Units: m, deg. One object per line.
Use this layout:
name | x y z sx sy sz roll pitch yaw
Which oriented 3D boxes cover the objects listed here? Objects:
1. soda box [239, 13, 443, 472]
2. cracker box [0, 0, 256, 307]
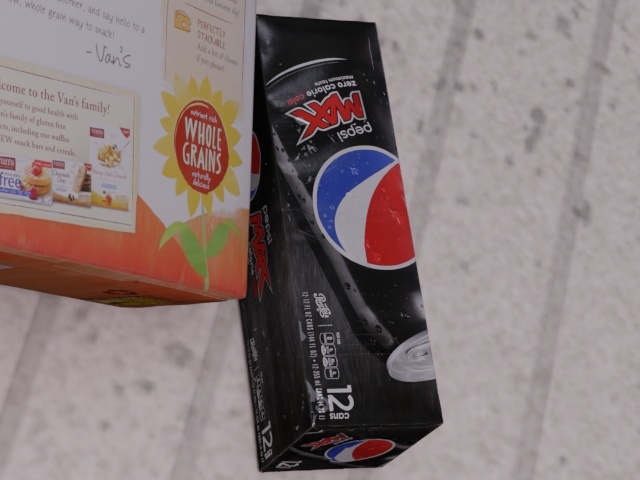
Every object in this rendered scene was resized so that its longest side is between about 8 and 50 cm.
soda box | 0.000 0.000 0.682 0.053 0.060 0.169 1 67 -23
cracker box | -0.091 -0.101 0.617 0.155 0.067 0.232 16 73 -54
